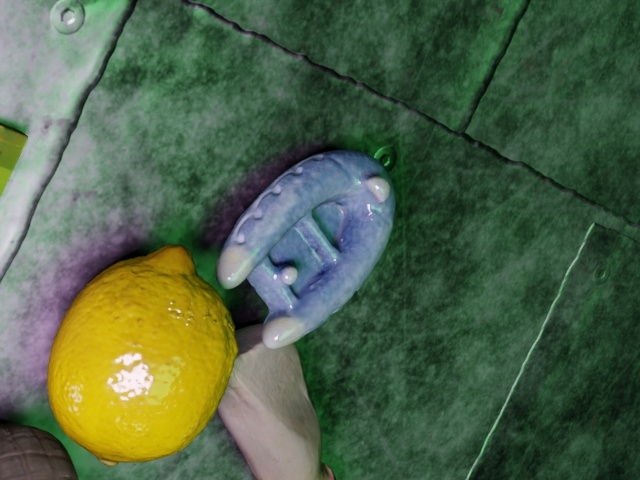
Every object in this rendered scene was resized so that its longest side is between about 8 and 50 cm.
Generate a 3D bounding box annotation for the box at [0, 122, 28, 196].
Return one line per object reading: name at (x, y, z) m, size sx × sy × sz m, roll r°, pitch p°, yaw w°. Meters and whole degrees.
box at (-0.461, -0.067, 1.593) m, size 0.121 × 0.030 × 0.193 m, roll 22°, pitch 96°, yaw -42°

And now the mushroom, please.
mushroom at (-0.076, 0.277, 1.985) m, size 0.154 × 0.138 × 0.407 m, roll -76°, pitch 155°, yaw -45°

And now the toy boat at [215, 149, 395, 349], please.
toy boat at (0.000, 0.000, 1.865) m, size 0.330 × 0.123 × 0.215 m, roll -44°, pitch 110°, yaw -28°

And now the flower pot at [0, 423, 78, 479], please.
flower pot at (-0.427, 0.390, 1.652) m, size 0.213 × 0.302 × 0.301 m, roll -7°, pitch 115°, yaw -26°

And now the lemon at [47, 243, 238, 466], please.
lemon at (-0.240, 0.157, 1.727) m, size 0.245 × 0.245 × 0.319 m, roll 20°, pitch 92°, yaw -42°
